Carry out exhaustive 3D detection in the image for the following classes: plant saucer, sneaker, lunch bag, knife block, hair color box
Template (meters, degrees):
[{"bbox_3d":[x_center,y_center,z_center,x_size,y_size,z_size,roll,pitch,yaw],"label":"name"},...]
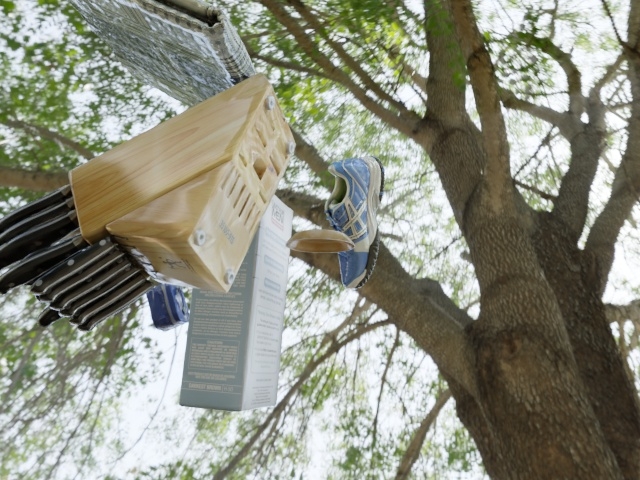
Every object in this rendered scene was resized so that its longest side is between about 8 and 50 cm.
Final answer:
[{"bbox_3d":[0.000,0.000,0.701,0.084,0.083,0.015,-2,-103,13],"label":"plant saucer"},{"bbox_3d":[0.044,-0.028,0.923,0.081,0.080,0.211,0,-85,-25],"label":"sneaker"},{"bbox_3d":[-0.303,0.128,1.191,0.065,0.067,0.098,-21,-107,4],"label":"lunch bag"},{"bbox_3d":[-0.181,-0.042,0.576,0.242,0.275,0.088,8,-32,22],"label":"knife block"},{"bbox_3d":[-0.139,0.101,1.045,0.114,0.185,0.374,2,-102,14],"label":"hair color box"}]

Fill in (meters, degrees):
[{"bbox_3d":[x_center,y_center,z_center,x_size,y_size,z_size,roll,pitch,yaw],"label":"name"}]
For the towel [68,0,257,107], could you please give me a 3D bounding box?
[{"bbox_3d":[-0.210,-0.273,0.841,0.324,0.312,0.056,28,-100,18],"label":"towel"}]
